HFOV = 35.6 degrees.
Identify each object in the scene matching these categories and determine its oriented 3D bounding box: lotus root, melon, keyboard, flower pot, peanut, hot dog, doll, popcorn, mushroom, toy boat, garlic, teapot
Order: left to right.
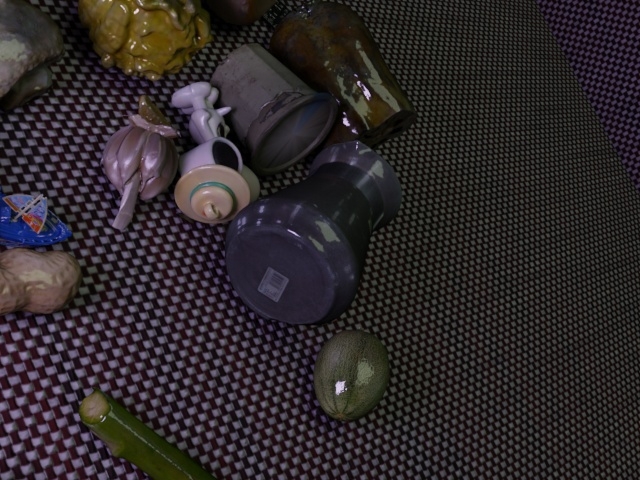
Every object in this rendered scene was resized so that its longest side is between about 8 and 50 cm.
[{"bbox_3d":[-0.505,-0.312,1.567,0.189,0.164,0.267,54,38,-5],"label":"mushroom"},{"bbox_3d":[-0.446,0.059,1.431,0.228,0.085,0.104,-4,58,-47],"label":"peanut"},{"bbox_3d":[-0.441,-0.038,1.484,0.175,0.110,0.091,22,49,-39],"label":"toy boat"},{"bbox_3d":[-0.307,-0.108,1.694,0.131,0.127,0.194,13,80,-20],"label":"garlic"},{"bbox_3d":[-0.311,-0.414,1.805,0.249,0.225,0.249,24,47,-28],"label":"popcorn"},{"bbox_3d":[-0.310,-0.226,1.826,0.090,0.034,0.030,53,23,-37],"label":"hot dog"},{"bbox_3d":[-0.213,-0.159,1.818,0.271,0.144,0.208,65,17,6],"label":"doll"},{"bbox_3d":[-0.147,-0.613,2.100,0.313,0.249,0.286,-58,127,-78],"label":"garlic"},{"bbox_3d":[-0.133,-0.545,2.259,0.310,0.018,0.101,43,40,-17],"label":"keyboard"},{"bbox_3d":[-0.110,-0.262,1.941,0.202,0.212,0.212,45,34,19],"label":"flower pot"},{"bbox_3d":[0.000,0.000,1.838,0.253,0.300,0.344,16,36,20],"label":"teapot"},{"bbox_3d":[0.032,-0.346,2.121,0.250,0.250,0.346,-25,84,-52],"label":"lotus root"},{"bbox_3d":[0.057,0.237,1.807,0.139,0.139,0.192,38,45,-23],"label":"melon"}]

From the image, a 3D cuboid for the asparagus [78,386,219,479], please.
[{"bbox_3d":[-0.243,0.322,1.483,0.277,0.060,0.067,41,50,-19],"label":"asparagus"}]
